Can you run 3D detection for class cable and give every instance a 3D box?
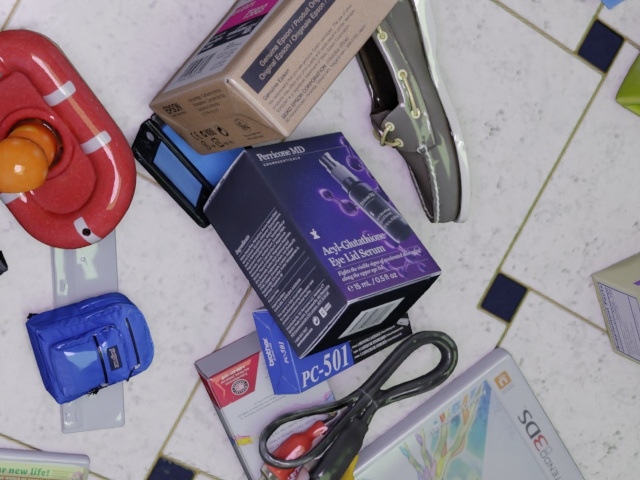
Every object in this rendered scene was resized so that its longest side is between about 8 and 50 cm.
[{"bbox_3d":[0.031,0.199,1.415,0.139,0.072,0.287,41,71,-6],"label":"cable"}]

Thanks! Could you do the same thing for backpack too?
[{"bbox_3d":[-0.239,0.117,1.330,0.120,0.101,0.098,-20,115,-24],"label":"backpack"}]

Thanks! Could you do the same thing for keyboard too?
[{"bbox_3d":[-0.259,0.091,1.378,0.072,0.014,0.256,-6,103,-23],"label":"keyboard"}]

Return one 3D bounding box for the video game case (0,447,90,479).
[{"bbox_3d":[-0.377,0.324,1.376,0.212,0.023,0.193,9,98,-20],"label":"video game case"}]

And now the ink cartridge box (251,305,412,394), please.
[{"bbox_3d":[0.018,0.094,1.397,0.207,0.046,0.097,-21,100,-46],"label":"ink cartridge box"}]

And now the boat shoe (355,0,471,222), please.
[{"bbox_3d":[0.095,-0.157,1.401,0.091,0.109,0.305,-18,100,-15],"label":"boat shoe"}]

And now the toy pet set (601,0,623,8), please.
[{"bbox_3d":[0.321,-0.329,1.464,0.122,0.065,0.114,-47,111,-5],"label":"toy pet set"}]

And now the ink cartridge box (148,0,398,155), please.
[{"bbox_3d":[-0.053,-0.190,1.254,0.088,0.234,0.193,43,71,-19],"label":"ink cartridge box"}]

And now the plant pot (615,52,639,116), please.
[{"bbox_3d":[0.532,-0.214,1.483,0.227,0.228,0.207,24,85,-22],"label":"plant pot"}]

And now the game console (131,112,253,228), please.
[{"bbox_3d":[-0.135,-0.094,1.352,0.071,0.107,0.122,-34,112,20],"label":"game console"}]

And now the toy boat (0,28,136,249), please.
[{"bbox_3d":[-0.289,-0.088,1.237,0.151,0.151,0.231,-30,111,17],"label":"toy boat"}]

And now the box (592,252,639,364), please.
[{"bbox_3d":[0.496,0.077,1.513,0.213,0.243,0.117,-24,108,-14],"label":"box"}]

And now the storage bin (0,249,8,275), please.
[{"bbox_3d":[-0.404,-0.024,1.242,0.084,0.122,0.180,-37,110,-9],"label":"storage bin"}]

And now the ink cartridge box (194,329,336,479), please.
[{"bbox_3d":[-0.051,0.197,1.437,0.127,0.072,0.175,-27,108,-14],"label":"ink cartridge box"}]

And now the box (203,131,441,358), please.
[{"bbox_3d":[0.000,0.000,1.318,0.153,0.108,0.207,-17,65,-44],"label":"box"}]

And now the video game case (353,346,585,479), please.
[{"bbox_3d":[0.175,0.347,1.567,0.329,0.036,0.300,-36,110,-9],"label":"video game case"}]
